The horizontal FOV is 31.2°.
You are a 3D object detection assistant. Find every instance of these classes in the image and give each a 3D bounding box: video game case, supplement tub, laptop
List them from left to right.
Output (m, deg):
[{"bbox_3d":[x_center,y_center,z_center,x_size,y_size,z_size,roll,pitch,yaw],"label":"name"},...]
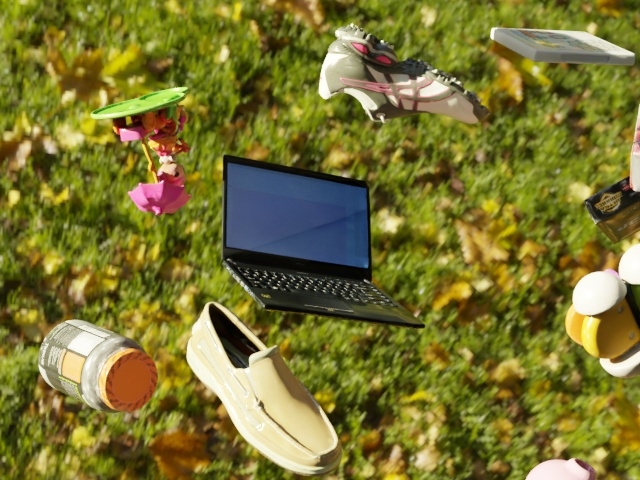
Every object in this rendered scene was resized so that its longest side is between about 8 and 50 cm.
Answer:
[{"bbox_3d":[-0.334,0.192,1.731,0.117,0.190,0.117,-10,105,-40],"label":"supplement tub"},{"bbox_3d":[0.000,0.000,1.531,0.234,0.137,0.264,9,14,-25],"label":"laptop"},{"bbox_3d":[0.323,-0.262,1.543,0.143,0.019,0.157,0,21,-14],"label":"video game case"}]

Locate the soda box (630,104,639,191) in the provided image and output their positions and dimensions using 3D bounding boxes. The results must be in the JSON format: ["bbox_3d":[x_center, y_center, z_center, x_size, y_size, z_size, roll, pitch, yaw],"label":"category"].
[{"bbox_3d":[0.534,-0.191,1.751,0.092,0.083,0.263,6,51,18],"label":"soda box"}]

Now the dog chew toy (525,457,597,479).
[{"bbox_3d":[0.333,0.489,1.802,0.206,0.332,0.206,26,14,-7],"label":"dog chew toy"}]

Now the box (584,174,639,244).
[{"bbox_3d":[0.574,-0.082,1.961,0.220,0.175,0.051,-30,68,15],"label":"box"}]

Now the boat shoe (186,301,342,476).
[{"bbox_3d":[-0.050,0.123,0.986,0.068,0.072,0.190,-22,48,-41],"label":"boat shoe"}]

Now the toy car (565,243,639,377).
[{"bbox_3d":[0.431,0.092,1.629,0.182,0.136,0.159,-31,109,-9],"label":"toy car"}]

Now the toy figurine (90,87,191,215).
[{"bbox_3d":[-0.223,-0.117,1.580,0.130,0.159,0.173,-5,17,22],"label":"toy figurine"}]

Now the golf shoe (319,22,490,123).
[{"bbox_3d":[0.128,-0.230,1.774,0.272,0.120,0.105,24,11,-13],"label":"golf shoe"}]
